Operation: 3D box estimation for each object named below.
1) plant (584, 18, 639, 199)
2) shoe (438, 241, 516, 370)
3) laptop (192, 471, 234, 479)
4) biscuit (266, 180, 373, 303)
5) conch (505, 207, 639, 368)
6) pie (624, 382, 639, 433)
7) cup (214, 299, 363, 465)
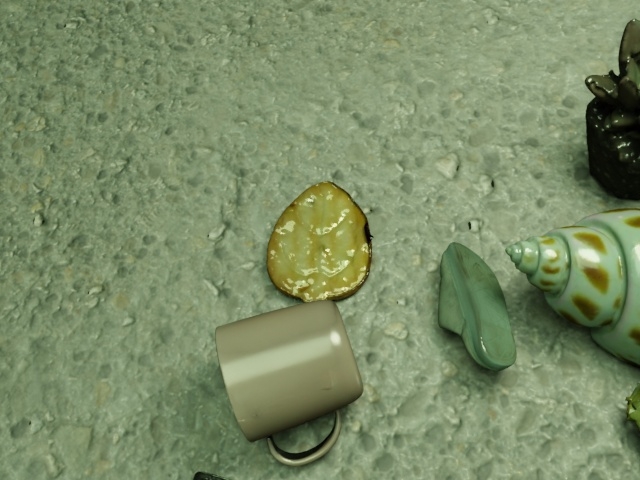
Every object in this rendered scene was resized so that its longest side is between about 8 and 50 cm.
[{"bbox_3d":[0.549,-0.212,1.175,0.194,0.321,0.182,-31,62,-4],"label":"plant"},{"bbox_3d":[0.249,0.119,1.199,0.100,0.103,0.251,-47,36,34],"label":"shoe"},{"bbox_3d":[-0.165,0.481,1.120,0.153,0.026,0.207,10,66,15],"label":"laptop"},{"bbox_3d":[0.002,0.003,1.335,0.202,0.041,0.260,-3,61,13],"label":"biscuit"},{"bbox_3d":[0.478,0.071,1.116,0.367,0.197,0.250,6,81,18],"label":"conch"},{"bbox_3d":[0.605,0.277,0.964,0.354,0.103,0.289,-7,84,31],"label":"pie"},{"bbox_3d":[-0.036,0.231,1.152,0.200,0.191,0.253,-17,90,-1],"label":"cup"}]
